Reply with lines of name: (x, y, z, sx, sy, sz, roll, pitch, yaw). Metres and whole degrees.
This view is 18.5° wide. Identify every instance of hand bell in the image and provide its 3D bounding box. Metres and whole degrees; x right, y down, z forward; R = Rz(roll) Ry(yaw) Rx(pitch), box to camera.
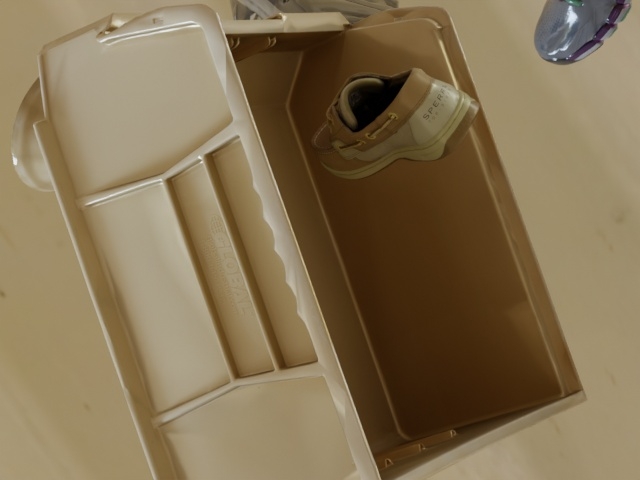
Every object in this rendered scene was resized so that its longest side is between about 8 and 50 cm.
hand bell: (-0.136, -0.060, 1.683, 0.242, 0.126, 0.126, 24, -112, 31)

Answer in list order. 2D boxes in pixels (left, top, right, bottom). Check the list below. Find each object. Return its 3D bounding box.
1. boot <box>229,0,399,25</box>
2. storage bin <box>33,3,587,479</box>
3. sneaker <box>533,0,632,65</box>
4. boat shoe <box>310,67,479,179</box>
boot: (-0.013, -0.051, 1.490, 0.138, 0.284, 0.377, 7, -165, -19)
storage bin: (0.000, 0.000, 1.035, 0.123, 0.262, 0.260, -21, -94, 29)
sneaker: (0.212, -0.237, 1.541, 0.223, 0.098, 0.083, -57, -139, 31)
boat shoe: (0.029, -0.065, 1.001, 0.135, 0.045, 0.050, -12, -137, 60)
